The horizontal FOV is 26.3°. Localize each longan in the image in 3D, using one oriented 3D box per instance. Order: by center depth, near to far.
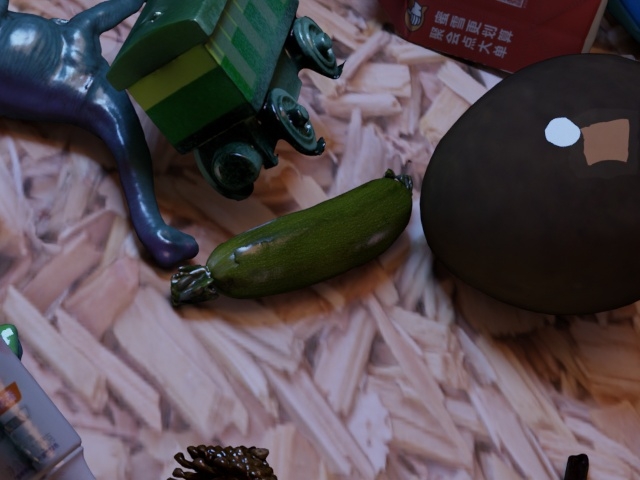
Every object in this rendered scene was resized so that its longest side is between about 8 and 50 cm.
[{"bbox_3d":[0.236,-0.055,1.309,0.300,0.243,0.300,-4,10,1],"label":"longan"}]

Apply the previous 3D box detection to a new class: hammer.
[{"bbox_3d":[0.199,0.228,1.126,0.065,0.021,0.178,25,38,3],"label":"hammer"}]

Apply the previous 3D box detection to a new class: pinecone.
[{"bbox_3d":[-0.073,0.193,0.970,0.102,0.102,0.109,35,48,15],"label":"pinecone"}]

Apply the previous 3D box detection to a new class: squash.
[{"bbox_3d":[0.001,0.000,1.257,0.318,0.080,0.071,-25,96,-42],"label":"squash"}]

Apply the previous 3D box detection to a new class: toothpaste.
[{"bbox_3d":[-0.265,0.074,0.958,0.100,0.066,0.323,-41,89,-9],"label":"toothpaste"}]

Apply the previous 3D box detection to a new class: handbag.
[{"bbox_3d":[0.195,-0.312,1.668,0.298,0.151,0.171,17,34,4],"label":"handbag"}]

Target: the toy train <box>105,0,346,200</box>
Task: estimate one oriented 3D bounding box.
[{"bbox_3d":[-0.083,-0.172,1.298,0.202,0.120,0.301,51,26,-24],"label":"toy train"}]

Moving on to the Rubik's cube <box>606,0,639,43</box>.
[{"bbox_3d":[0.430,-0.330,1.813,0.254,0.254,0.254,14,39,-11],"label":"Rubik's cube"}]

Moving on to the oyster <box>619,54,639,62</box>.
[{"bbox_3d":[0.518,-0.085,1.607,0.204,0.111,0.396,7,37,-47],"label":"oyster"}]

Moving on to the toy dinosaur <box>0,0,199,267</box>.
[{"bbox_3d":[-0.293,-0.134,1.259,0.383,0.129,0.331,10,49,-14],"label":"toy dinosaur"}]

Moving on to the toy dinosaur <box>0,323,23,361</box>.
[{"bbox_3d":[-0.328,-0.106,1.125,0.374,0.144,0.500,27,53,3],"label":"toy dinosaur"}]
